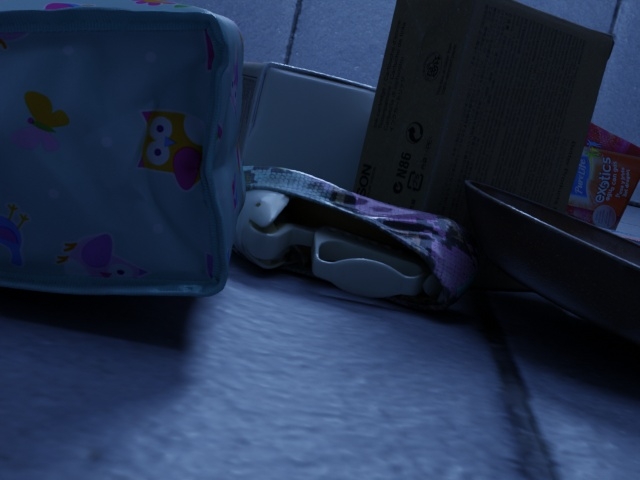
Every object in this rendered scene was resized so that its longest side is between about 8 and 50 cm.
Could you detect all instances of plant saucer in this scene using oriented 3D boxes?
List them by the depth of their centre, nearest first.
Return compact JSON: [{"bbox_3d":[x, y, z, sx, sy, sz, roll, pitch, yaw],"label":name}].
[{"bbox_3d":[0.237,0.038,0.653,0.311,0.050,0.310,21,10,-4],"label":"plant saucer"}]

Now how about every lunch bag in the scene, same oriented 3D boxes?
[{"bbox_3d":[-0.174,-0.062,0.510,0.262,0.160,0.223,1,12,-2],"label":"lunch bag"}]

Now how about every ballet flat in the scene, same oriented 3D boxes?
[{"bbox_3d":[0.000,0.000,0.658,0.221,0.077,0.079,15,28,16],"label":"ballet flat"}]

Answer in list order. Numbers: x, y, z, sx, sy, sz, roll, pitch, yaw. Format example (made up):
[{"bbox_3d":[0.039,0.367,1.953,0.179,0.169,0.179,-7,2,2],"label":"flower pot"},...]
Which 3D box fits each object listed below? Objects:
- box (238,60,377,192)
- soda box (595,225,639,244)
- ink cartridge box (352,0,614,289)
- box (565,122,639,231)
[{"bbox_3d":[-0.023,-0.086,0.890,0.127,0.148,0.232,11,9,-13],"label":"box"},{"bbox_3d":[0.367,0.033,0.972,0.183,0.058,0.063,13,9,2],"label":"soda box"},{"bbox_3d":[0.133,-0.081,0.788,0.193,0.234,0.088,5,12,-43],"label":"ink cartridge box"},{"bbox_3d":[0.322,-0.087,1.283,0.128,0.122,0.257,26,-2,-7],"label":"box"}]
